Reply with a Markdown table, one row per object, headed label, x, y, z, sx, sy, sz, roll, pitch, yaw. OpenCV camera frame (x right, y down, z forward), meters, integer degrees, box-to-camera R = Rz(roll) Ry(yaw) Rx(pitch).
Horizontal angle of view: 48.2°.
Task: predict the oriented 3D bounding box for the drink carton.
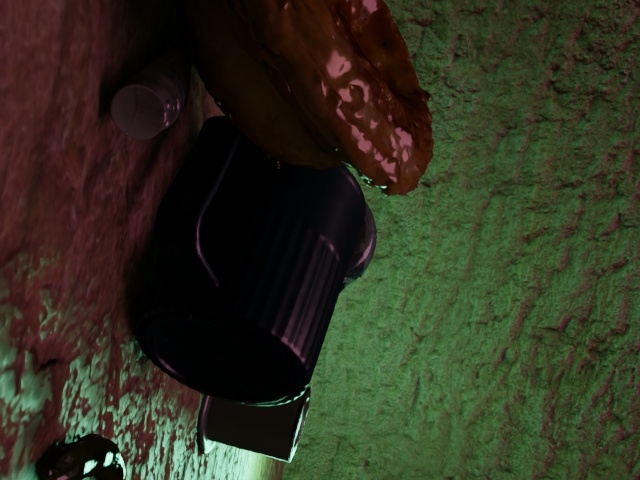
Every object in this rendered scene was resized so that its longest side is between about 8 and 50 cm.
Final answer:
| label | x | y | z | sx | sy | sz | roll | pitch | yaw |
| --- | --- | --- | --- | --- | --- | --- | --- | --- | --- |
| drink carton | -0.129 | 0.350 | 1.431 | 0.191 | 0.189 | 0.185 | -66 | 169 | -49 |

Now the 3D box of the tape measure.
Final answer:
| label | x | y | z | sx | sy | sz | roll | pitch | yaw |
| --- | --- | --- | --- | --- | --- | --- | --- | --- | --- |
| tape measure | 0.000 | 0.000 | 1.714 | 0.275 | 0.256 | 0.147 | -49 | 167 | -16 |

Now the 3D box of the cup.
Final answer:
| label | x | y | z | sx | sy | sz | roll | pitch | yaw |
| --- | --- | --- | --- | --- | --- | --- | --- | --- | --- |
| cup | -0.080 | 0.025 | 0.926 | 0.308 | 0.242 | 0.292 | 116 | -6 | -53 |

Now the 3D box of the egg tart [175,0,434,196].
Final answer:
| label | x | y | z | sx | sy | sz | roll | pitch | yaw |
| --- | --- | --- | --- | --- | --- | --- | --- | --- | --- |
| egg tart | -0.025 | -0.228 | 0.822 | 0.443 | 0.178 | 0.443 | 50 | 24 | -31 |

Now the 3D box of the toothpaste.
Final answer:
| label | x | y | z | sx | sy | sz | roll | pitch | yaw |
| --- | --- | --- | --- | --- | --- | --- | --- | --- | --- |
| toothpaste | -0.160 | -0.161 | 0.755 | 0.234 | 0.057 | 0.089 | -83 | -176 | -67 |

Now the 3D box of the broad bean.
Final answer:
| label | x | y | z | sx | sy | sz | roll | pitch | yaw |
| --- | --- | --- | --- | --- | --- | --- | --- | --- | --- |
| broad bean | -0.247 | 0.243 | 0.768 | 0.227 | 0.039 | 0.069 | 91 | 18 | -66 |
